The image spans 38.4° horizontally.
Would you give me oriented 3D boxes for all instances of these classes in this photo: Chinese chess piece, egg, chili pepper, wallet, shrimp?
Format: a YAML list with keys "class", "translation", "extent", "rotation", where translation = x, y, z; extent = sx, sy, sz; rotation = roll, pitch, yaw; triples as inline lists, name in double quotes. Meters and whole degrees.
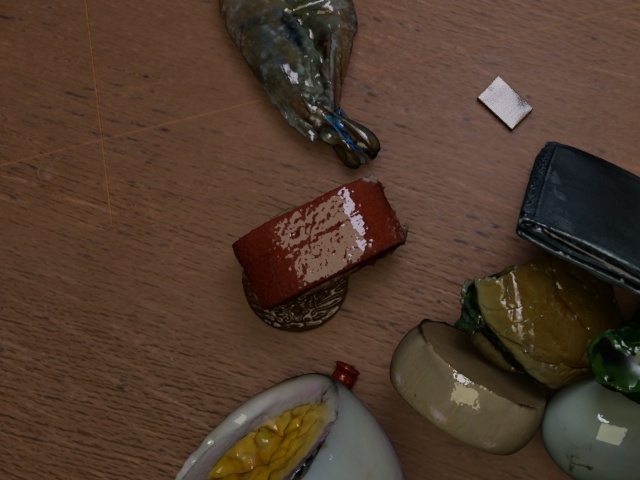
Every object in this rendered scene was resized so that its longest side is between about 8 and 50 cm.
- class: "Chinese chess piece"
  translation: [0.230, 0.226, 1.435]
  extent: [0.249, 0.250, 0.103]
  rotation: [30, 104, 8]
- class: "egg"
  translation: [-0.013, 0.436, 1.421]
  extent: [0.354, 0.354, 0.340]
  rotation: [-36, 107, 3]
- class: "chili pepper"
  translation: [0.541, 0.132, 1.368]
  extent: [0.167, 0.384, 0.213]
  rotation: [28, 112, 43]
- class: "egg"
  translation: [0.476, 0.300, 1.435]
  extent: [0.264, 0.183, 0.183]
  rotation: [7, 87, -2]
- class: "wallet"
  translation: [0.425, -0.034, 1.405]
  extent: [0.237, 0.342, 0.075]
  rotation: [24, 121, 7]
- class: "shrimp"
  translation: [-0.020, -0.324, 1.582]
  extent: [0.221, 0.110, 0.446]
  rotation: [-25, 80, -4]

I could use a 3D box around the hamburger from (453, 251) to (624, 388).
- class: "hamburger"
  translation: [0.360, 0.120, 1.426]
  extent: [0.308, 0.132, 0.211]
  rotation: [-14, 80, -35]

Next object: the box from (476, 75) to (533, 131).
- class: "box"
  translation: [0.314, -0.233, 1.567]
  extent: [0.053, 0.024, 0.083]
  rotation: [-44, 81, 2]

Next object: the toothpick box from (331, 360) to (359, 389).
- class: "toothpick box"
  translation: [0.030, 0.248, 1.559]
  extent: [0.047, 0.047, 0.083]
  rotation: [29, 90, 8]

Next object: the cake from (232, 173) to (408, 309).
- class: "cake"
  translation: [0.000, 0.000, 1.488]
  extent: [0.282, 0.177, 0.151]
  rotation: [-23, 80, -1]

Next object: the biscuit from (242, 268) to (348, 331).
- class: "biscuit"
  translation: [-0.045, 0.066, 1.590]
  extent: [0.187, 0.027, 0.188]
  rotation: [0, 87, 7]
